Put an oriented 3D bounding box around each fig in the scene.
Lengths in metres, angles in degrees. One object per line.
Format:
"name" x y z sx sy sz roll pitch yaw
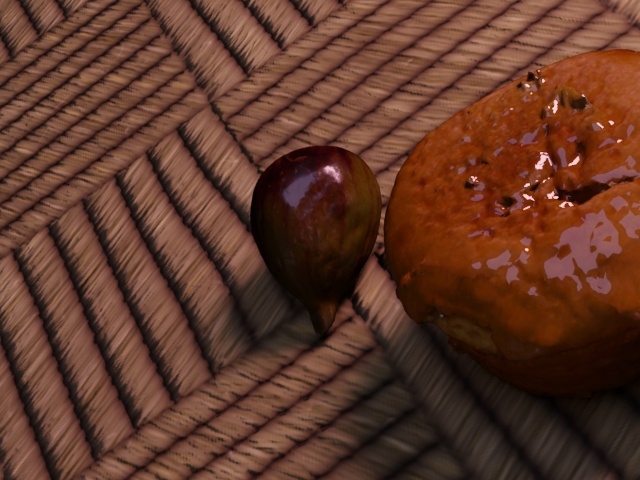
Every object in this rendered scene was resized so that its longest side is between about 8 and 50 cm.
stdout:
"fig" 0.000 0.000 1.222 0.109 0.103 0.154 -20 71 28

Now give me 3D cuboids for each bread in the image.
"bread" 0.183 -0.011 1.060 0.268 0.145 0.268 -19 47 22
